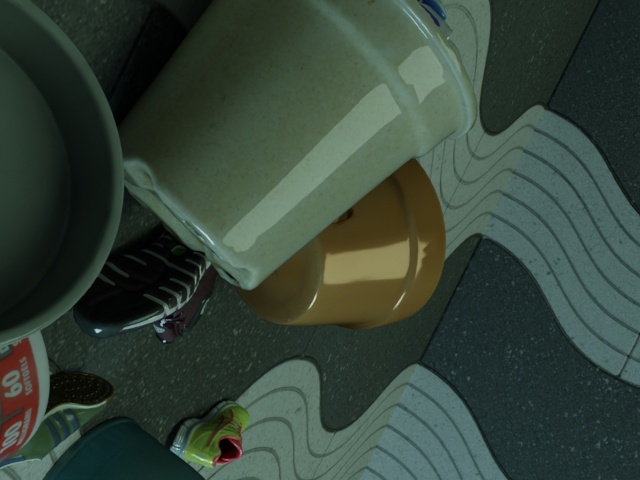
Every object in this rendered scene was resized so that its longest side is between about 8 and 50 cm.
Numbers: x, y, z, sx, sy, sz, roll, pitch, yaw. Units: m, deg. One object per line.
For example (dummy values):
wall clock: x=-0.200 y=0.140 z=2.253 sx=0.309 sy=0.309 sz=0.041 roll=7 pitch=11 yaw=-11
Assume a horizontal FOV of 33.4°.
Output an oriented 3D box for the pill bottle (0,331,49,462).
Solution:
pill bottle: x=-0.387 y=0.142 z=0.754 sx=0.363 sy=0.210 sz=0.210 roll=-35 pitch=146 yaw=-54

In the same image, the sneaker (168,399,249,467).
sneaker: x=-0.160 y=0.327 z=1.741 sx=0.208 sy=0.094 sz=0.081 roll=-18 pitch=130 yaw=-66

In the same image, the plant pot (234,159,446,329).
plant pot: x=0.000 y=0.000 z=1.501 sx=0.204 sy=0.291 sz=0.290 roll=-14 pitch=131 yaw=-43

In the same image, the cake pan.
cake pan: x=-0.279 y=-0.060 z=0.756 sx=0.054 sy=0.293 sz=0.293 roll=-19 pitch=-160 yaw=47

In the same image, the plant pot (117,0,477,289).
plant pot: x=-0.054 y=-0.126 z=1.155 sx=0.305 sy=0.334 sz=0.334 roll=-48 pitch=158 yaw=-10

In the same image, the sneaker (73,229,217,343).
sneaker: x=-0.201 y=0.084 z=1.317 sx=0.281 sy=0.106 sz=0.162 roll=-39 pitch=152 yaw=-51

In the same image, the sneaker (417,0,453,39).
sneaker: x=0.056 y=-0.318 z=1.244 sx=0.130 sy=0.236 sz=0.322 roll=-56 pitch=160 yaw=-20

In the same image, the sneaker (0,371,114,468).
sneaker: x=-0.323 y=0.213 z=1.241 sx=0.086 sy=0.064 sz=0.192 roll=-61 pitch=162 yaw=17

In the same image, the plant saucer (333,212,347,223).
plant saucer: x=0.050 y=-0.079 z=1.772 sx=0.200 sy=0.037 sz=0.200 roll=-53 pitch=170 yaw=-13

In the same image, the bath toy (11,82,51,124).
bath toy: x=-0.288 y=0.004 z=0.974 sx=0.129 sy=0.152 sz=0.348 roll=-104 pitch=-150 yaw=-63

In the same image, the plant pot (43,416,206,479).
plant pot: x=-0.232 y=0.420 z=1.440 sx=0.271 sy=0.255 sz=0.271 roll=-50 pitch=157 yaw=-31
